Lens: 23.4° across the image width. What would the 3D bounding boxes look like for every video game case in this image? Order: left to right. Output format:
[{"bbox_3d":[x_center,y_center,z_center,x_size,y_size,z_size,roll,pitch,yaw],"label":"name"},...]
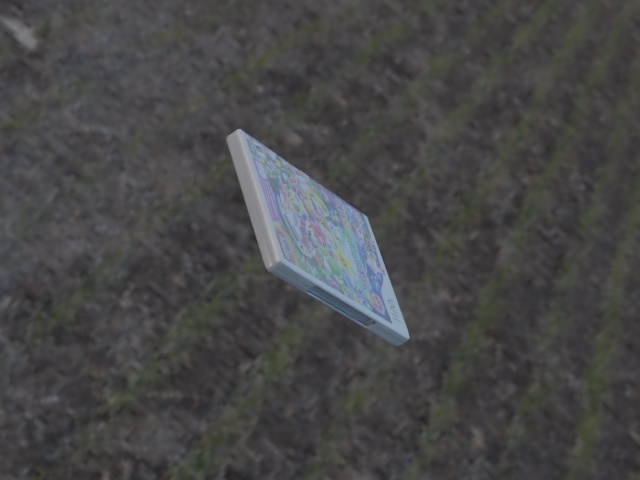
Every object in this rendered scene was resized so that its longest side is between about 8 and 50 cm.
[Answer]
[{"bbox_3d":[0.000,0.000,0.807,0.122,0.011,0.087,33,31,-49],"label":"video game case"}]
